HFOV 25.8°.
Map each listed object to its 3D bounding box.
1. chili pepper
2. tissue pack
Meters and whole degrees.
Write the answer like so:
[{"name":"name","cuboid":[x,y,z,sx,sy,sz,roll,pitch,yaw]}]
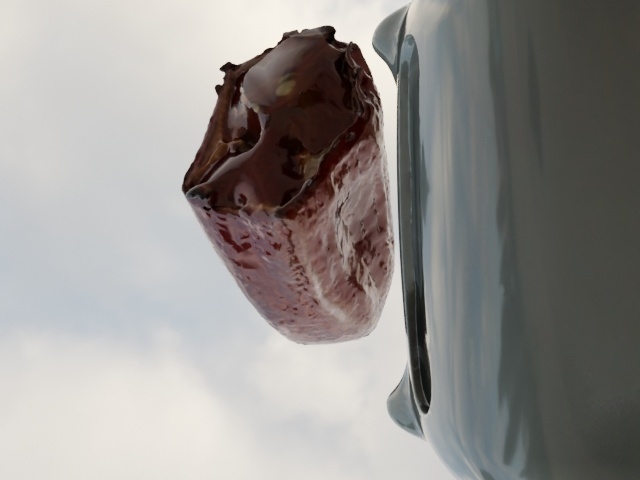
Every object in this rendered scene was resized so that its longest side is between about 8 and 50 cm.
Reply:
[{"name":"chili pepper","cuboid":[0.000,0.000,0.914,0.136,0.252,0.144,-23,-133,-3]},{"name":"tissue pack","cuboid":[0.150,-0.012,0.713,0.236,0.229,0.333,-3,-88,-1]}]
